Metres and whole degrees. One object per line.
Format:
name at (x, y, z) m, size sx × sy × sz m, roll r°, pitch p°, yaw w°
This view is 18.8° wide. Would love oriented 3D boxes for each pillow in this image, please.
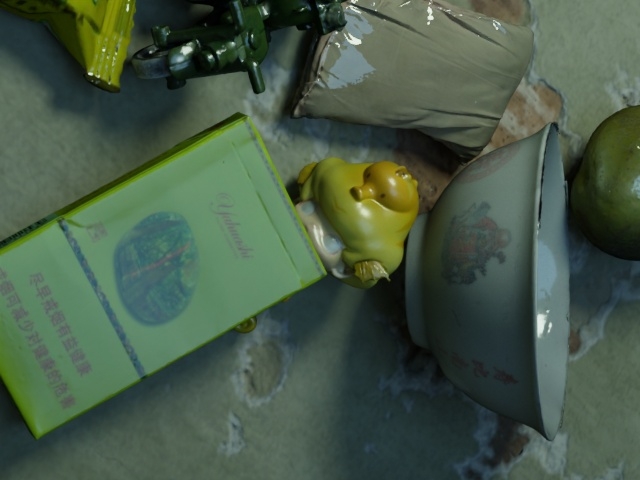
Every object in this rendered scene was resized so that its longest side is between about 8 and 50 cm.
pillow at (0.103, -0.181, 2.081) m, size 0.270 × 0.067 × 0.173 m, roll 15°, pitch 94°, yaw -32°

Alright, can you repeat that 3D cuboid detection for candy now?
candy at (-0.280, -0.272, 1.812) m, size 0.297 × 0.081 × 0.187 m, roll 22°, pitch 80°, yaw -42°

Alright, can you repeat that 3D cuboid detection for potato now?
potato at (0.400, -0.066, 2.240) m, size 0.251 × 0.159 × 0.174 m, roll 2°, pitch 123°, yaw -31°

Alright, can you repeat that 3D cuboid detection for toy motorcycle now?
toy motorcycle at (-0.074, -0.270, 1.917) m, size 0.275 × 0.127 × 0.205 m, roll -30°, pitch 115°, yaw -32°

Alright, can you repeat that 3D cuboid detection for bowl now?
bowl at (0.178, 0.044, 2.079) m, size 0.157 × 0.345 × 0.346 m, roll -1°, pitch 101°, yaw 13°

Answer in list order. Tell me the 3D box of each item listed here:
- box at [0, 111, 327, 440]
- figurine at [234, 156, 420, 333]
box at (-0.177, 0.033, 1.894) m, size 0.335 × 0.047 × 0.187 m, roll -29°, pitch 105°, yaw -11°
figurine at (0.000, 0.000, 2.020) m, size 0.246 × 0.131 × 0.156 m, roll -26°, pitch 70°, yaw -11°
